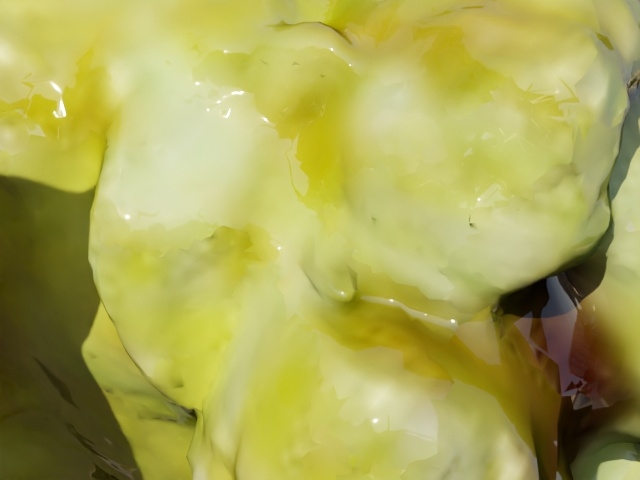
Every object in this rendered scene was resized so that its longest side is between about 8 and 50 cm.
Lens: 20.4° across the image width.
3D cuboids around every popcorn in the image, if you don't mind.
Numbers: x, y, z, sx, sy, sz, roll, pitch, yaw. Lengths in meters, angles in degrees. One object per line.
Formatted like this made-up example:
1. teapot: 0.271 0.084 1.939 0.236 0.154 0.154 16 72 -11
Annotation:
1. popcorn: 0.002 0.006 0.484 0.276 0.225 0.276 10 22 -4
